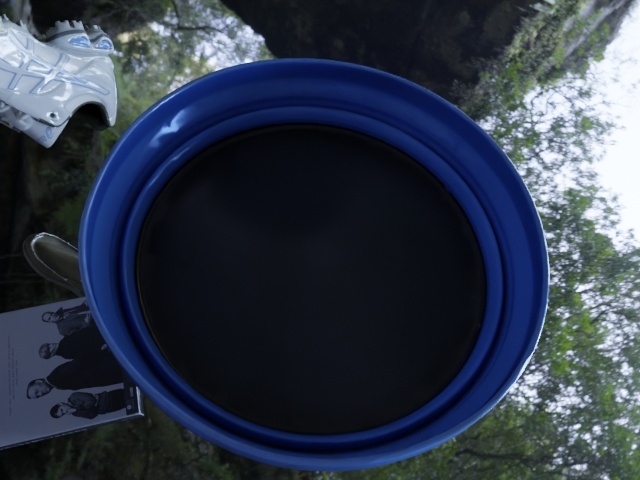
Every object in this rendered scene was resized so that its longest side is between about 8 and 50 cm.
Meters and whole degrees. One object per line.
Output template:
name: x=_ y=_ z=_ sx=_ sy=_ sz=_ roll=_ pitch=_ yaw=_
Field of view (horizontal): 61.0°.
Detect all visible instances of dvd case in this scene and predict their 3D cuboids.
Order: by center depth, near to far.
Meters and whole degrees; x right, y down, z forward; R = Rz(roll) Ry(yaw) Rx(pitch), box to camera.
dvd case: x=-0.367 y=0.171 z=0.721 sx=0.029 sy=0.239 sz=0.179 roll=97 pitch=-20 yaw=-65

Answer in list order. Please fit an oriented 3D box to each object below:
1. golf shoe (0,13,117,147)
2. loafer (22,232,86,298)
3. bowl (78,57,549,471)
golf shoe: x=-0.212 y=-0.106 z=0.377 sx=0.069 sy=0.176 sz=0.085 roll=-5 pitch=-77 yaw=34
loafer: x=-0.521 y=0.061 z=1.180 sx=0.251 sy=0.094 sz=0.087 roll=38 pitch=-51 yaw=-12
bowl: x=0.000 y=0.000 z=0.486 sx=0.077 sy=0.392 sz=0.391 roll=104 pitch=-37 yaw=-58
